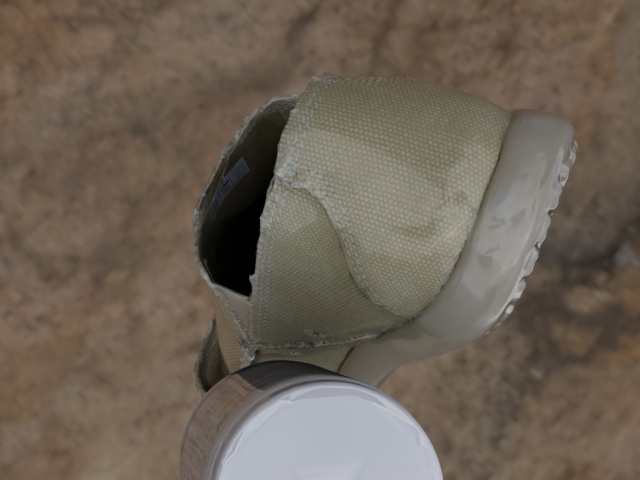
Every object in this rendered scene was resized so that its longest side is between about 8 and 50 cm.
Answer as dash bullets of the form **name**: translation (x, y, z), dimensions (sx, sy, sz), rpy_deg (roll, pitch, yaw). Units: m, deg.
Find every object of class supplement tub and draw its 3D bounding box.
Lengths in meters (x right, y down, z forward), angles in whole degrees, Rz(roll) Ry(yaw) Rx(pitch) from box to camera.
- **supplement tub**: translation (-0.006, 0.074, 0.596), dimensions (0.071, 0.107, 0.071), rpy_deg (0, 89, -8)

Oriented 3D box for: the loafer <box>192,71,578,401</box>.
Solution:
- **loafer**: translation (0.000, 0.000, 0.668), dimensions (0.092, 0.268, 0.102), rpy_deg (30, 66, -8)
